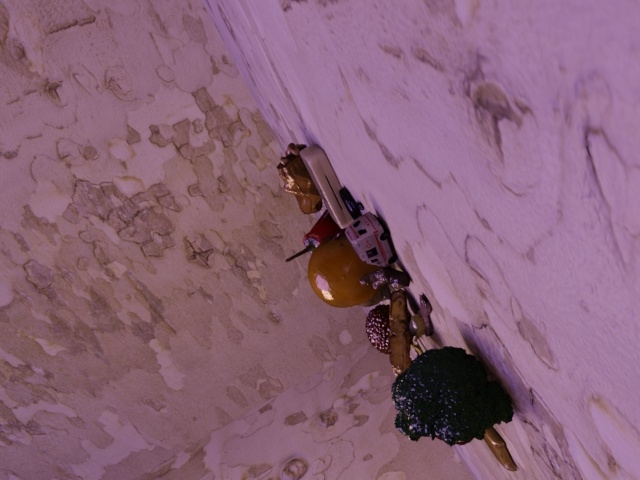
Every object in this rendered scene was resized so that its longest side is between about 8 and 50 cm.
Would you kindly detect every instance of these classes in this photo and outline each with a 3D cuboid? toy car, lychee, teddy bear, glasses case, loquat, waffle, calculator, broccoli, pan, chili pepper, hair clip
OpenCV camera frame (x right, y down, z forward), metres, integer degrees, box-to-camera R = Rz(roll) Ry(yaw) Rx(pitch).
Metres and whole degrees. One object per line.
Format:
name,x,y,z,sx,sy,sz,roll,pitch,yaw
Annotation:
toy car,0.149,0.014,1.523,0.089,0.108,0.209,56,176,38
lychee,0.269,0.351,2.022,0.200,0.200,0.238,58,170,40
teddy bear,0.210,0.111,1.595,0.119,0.077,0.161,27,160,-37
glasses case,0.029,-0.195,1.896,0.312,0.070,0.131,62,177,-30
loquat,0.094,0.086,1.762,0.274,0.275,0.275,60,177,5
waffle,0.264,0.313,1.730,0.309,0.065,0.283,-71,-26,-63
calculator,0.535,0.624,1.656,0.157,0.033,0.236,60,179,-15
broccoli,0.305,0.389,1.248,0.245,0.265,0.295,47,156,-13
pan,0.107,-0.117,1.747,0.136,0.028,0.235,60,177,-9
chili pepper,0.004,-0.001,2.103,0.131,0.134,0.338,37,-141,1
hair clip,0.414,0.466,2.059,0.173,0.046,0.072,57,180,24

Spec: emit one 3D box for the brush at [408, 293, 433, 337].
brush,0.304,0.242,1.598,0.072,0.067,0.312,60,175,26

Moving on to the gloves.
gloves,-0.061,-0.247,2.026,0.356,0.156,0.202,60,-162,-57

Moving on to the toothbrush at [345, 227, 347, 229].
toothbrush,0.175,0.063,2.280,0.413,0.042,0.035,61,178,25

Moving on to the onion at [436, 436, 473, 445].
onion,0.461,0.617,1.814,0.184,0.184,0.146,-124,43,-57

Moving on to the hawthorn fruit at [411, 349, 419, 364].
hawthorn fruit,0.368,0.478,1.824,0.179,0.179,0.200,74,-178,-78

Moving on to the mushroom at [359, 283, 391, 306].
mushroom,0.131,0.168,2.045,0.292,0.218,0.211,57,-161,-33

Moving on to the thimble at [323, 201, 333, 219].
thimble,0.060,-0.131,2.083,0.095,0.066,0.104,60,180,15
